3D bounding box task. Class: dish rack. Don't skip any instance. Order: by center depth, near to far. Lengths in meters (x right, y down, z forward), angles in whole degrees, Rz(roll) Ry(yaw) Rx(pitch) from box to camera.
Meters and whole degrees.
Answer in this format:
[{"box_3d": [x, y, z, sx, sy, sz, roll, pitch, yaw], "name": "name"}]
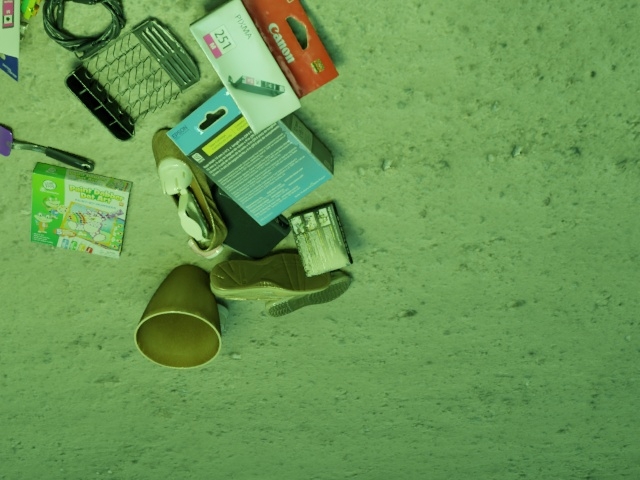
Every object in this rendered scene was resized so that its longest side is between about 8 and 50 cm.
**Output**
[{"box_3d": [-0.431, -0.378, 1.671, 0.272, 0.074, 0.208, -26, 127, 19], "name": "dish rack"}]

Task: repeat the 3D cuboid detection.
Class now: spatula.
[{"box_3d": [-0.725, -0.231, 1.816, 0.297, 0.030, 0.084, 16, 126, -14], "name": "spatula"}]

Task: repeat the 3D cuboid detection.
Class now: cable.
[{"box_3d": [-0.526, -0.498, 1.591, 0.185, 0.047, 0.150, -26, 121, 22], "name": "cable"}]

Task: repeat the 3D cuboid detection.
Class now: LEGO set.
[{"box_3d": [-0.645, -0.542, 1.522, 0.093, 0.087, 0.227, 27, 131, -19], "name": "LEGO set"}]

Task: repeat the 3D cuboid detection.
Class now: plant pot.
[{"box_3d": [-0.394, 0.195, 2.041, 0.237, 0.254, 0.237, -1, 131, -1], "name": "plant pot"}]

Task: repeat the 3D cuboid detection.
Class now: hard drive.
[{"box_3d": [-0.221, -0.048, 1.969, 0.255, 0.054, 0.172, 34, 122, -26], "name": "hard drive"}]

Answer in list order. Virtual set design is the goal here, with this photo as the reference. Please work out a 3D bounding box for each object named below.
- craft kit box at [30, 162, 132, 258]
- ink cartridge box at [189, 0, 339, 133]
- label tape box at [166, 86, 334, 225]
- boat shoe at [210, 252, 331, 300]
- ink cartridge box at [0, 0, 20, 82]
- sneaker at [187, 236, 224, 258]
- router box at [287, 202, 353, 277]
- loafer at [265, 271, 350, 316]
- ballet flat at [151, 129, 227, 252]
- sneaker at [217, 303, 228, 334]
[{"box_3d": [-0.653, -0.076, 1.937, 0.250, 0.061, 0.246, 11, 127, -11], "name": "craft kit box"}, {"box_3d": [-0.117, -0.414, 1.579, 0.239, 0.060, 0.275, -31, 113, 3], "name": "ink cartridge box"}, {"box_3d": [-0.168, -0.233, 1.777, 0.249, 0.115, 0.348, -33, 118, 24], "name": "label tape box"}, {"box_3d": [-0.142, 0.112, 2.031, 0.341, 0.121, 0.110, 1, 153, -9], "name": "boat shoe"}, {"box_3d": [-0.694, -0.526, 1.473, 0.176, 0.069, 0.370, 36, 131, 23], "name": "ink cartridge box"}, {"box_3d": [-0.328, 0.010, 1.990, 0.134, 0.051, 0.070, 1, 134, 51], "name": "sneaker"}, {"box_3d": [0.000, 0.000, 1.960, 0.133, 0.046, 0.178, -17, 93, 13], "name": "router box"}, {"box_3d": [-0.043, 0.141, 2.113, 0.269, 0.092, 0.102, -17, 144, -8], "name": "loafer"}, {"box_3d": [-0.343, -0.113, 1.821, 0.116, 0.124, 0.342, -12, 117, 17], "name": "ballet flat"}, {"box_3d": [-0.421, 0.302, 2.200, 0.305, 0.152, 0.114, -29, 127, 23], "name": "sneaker"}]
